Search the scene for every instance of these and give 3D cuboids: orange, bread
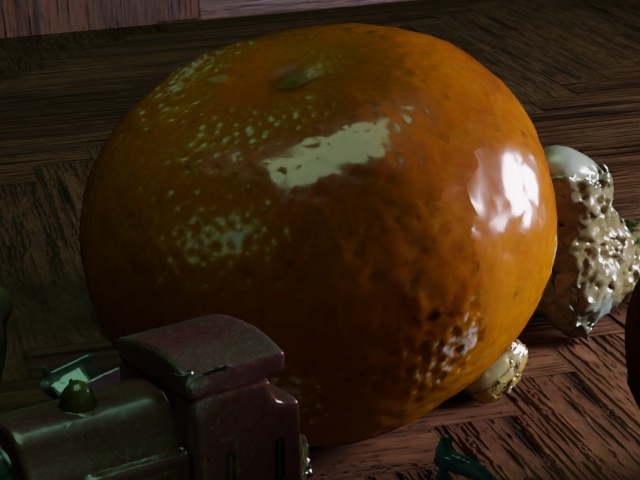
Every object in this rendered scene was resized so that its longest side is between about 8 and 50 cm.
[{"bbox_3d":[0.000,0.000,1.677,0.424,0.326,0.424,-7,32,5],"label":"orange"},{"bbox_3d":[0.144,0.112,1.762,0.072,0.053,0.106,-35,26,-18],"label":"bread"}]

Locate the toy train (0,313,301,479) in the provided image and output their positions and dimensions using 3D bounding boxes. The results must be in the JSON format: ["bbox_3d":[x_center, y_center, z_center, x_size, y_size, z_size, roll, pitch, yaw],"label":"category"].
[{"bbox_3d":[-0.151,0.185,1.278,0.304,0.221,0.150,-15,23,-31],"label":"toy train"}]

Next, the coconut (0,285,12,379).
[{"bbox_3d":[-0.370,0.097,1.649,0.224,0.224,0.224,-3,17,1],"label":"coconut"}]

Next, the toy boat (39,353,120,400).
[{"bbox_3d":[-0.282,0.181,1.436,0.299,0.092,0.134,-24,17,-25],"label":"toy boat"}]

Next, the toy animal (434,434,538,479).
[{"bbox_3d":[0.179,0.197,1.391,0.208,0.100,0.103,11,-20,6],"label":"toy animal"}]

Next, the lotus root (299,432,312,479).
[{"bbox_3d":[-0.078,0.193,1.499,0.144,0.070,0.143,-8,12,2],"label":"lotus root"}]

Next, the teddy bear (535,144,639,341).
[{"bbox_3d":[0.207,0.004,1.933,0.256,0.156,0.267,14,-14,43],"label":"teddy bear"}]

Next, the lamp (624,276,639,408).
[{"bbox_3d":[0.387,0.076,1.461,0.303,0.257,0.303,4,-24,2],"label":"lamp"}]
